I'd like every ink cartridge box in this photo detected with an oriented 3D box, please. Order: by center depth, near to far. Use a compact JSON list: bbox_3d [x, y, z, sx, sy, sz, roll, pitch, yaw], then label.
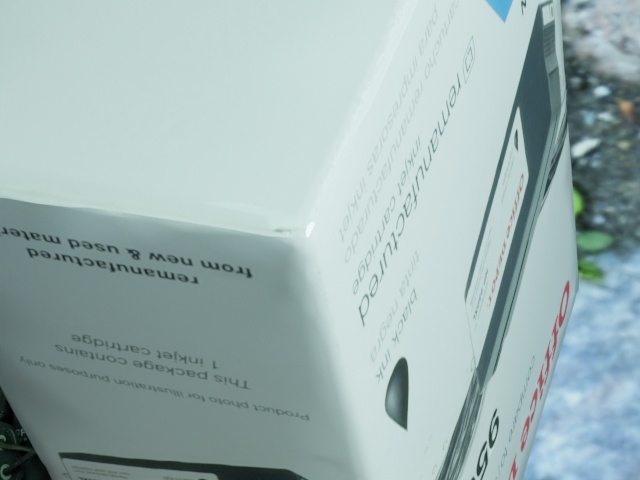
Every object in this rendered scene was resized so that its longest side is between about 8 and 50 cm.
[{"bbox_3d":[0.000,0.000,0.775,0.166,0.395,0.285,10,55,19],"label":"ink cartridge box"}]

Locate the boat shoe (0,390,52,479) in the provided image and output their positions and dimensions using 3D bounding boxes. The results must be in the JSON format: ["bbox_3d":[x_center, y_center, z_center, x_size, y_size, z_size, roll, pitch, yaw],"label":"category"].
[{"bbox_3d":[-0.142,0.105,0.930,0.080,0.076,0.228,-4,50,11],"label":"boat shoe"}]
